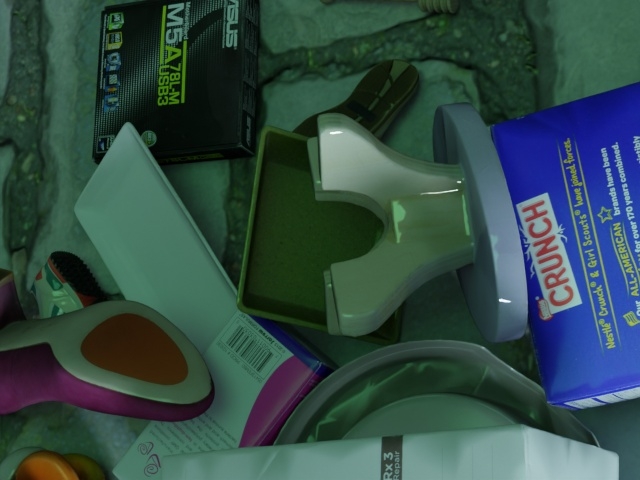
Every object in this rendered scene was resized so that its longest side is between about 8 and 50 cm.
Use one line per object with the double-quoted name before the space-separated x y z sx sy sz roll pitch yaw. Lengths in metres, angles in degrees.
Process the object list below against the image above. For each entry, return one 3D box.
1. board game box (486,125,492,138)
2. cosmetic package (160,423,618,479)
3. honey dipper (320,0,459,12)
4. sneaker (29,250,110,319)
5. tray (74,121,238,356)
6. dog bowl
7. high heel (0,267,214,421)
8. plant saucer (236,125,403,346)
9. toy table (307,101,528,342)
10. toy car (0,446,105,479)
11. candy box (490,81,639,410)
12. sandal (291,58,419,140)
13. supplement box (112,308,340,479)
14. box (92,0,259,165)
"board game box" 0.311 -0.050 1.479 0.305 0.053 0.193 -14 72 19
"cosmetic package" 0.045 0.277 1.275 0.385 0.156 0.217 -12 68 36
"honey dipper" 0.069 -0.259 1.655 0.161 0.030 0.030 5 77 26
"sneaker" -0.265 0.093 1.688 0.075 0.057 0.161 -45 66 29
"tray" -0.166 0.017 1.651 0.145 0.030 0.270 -52 59 33
"dog bowl" 0.115 0.271 1.444 0.349 0.102 0.348 -6 74 22
"high heel" -0.243 0.149 1.588 0.377 0.181 0.127 22 41 38
"plant saucer" 0.000 0.000 1.550 0.045 0.188 0.188 -13 65 58
"toy table" 0.080 -0.015 1.427 0.161 0.252 0.274 -7 30 -4
"toy car" -0.295 0.300 1.587 0.159 0.136 0.182 22 84 26
"candy box" 0.333 -0.012 1.363 0.317 0.122 0.268 -14 73 17
"sandal" 0.035 -0.117 1.621 0.180 0.049 0.072 -42 60 -10
"supplement box" -0.084 0.186 1.545 0.111 0.114 0.220 40 91 27
"box" -0.160 -0.178 1.718 0.184 0.045 0.190 -4 74 24
